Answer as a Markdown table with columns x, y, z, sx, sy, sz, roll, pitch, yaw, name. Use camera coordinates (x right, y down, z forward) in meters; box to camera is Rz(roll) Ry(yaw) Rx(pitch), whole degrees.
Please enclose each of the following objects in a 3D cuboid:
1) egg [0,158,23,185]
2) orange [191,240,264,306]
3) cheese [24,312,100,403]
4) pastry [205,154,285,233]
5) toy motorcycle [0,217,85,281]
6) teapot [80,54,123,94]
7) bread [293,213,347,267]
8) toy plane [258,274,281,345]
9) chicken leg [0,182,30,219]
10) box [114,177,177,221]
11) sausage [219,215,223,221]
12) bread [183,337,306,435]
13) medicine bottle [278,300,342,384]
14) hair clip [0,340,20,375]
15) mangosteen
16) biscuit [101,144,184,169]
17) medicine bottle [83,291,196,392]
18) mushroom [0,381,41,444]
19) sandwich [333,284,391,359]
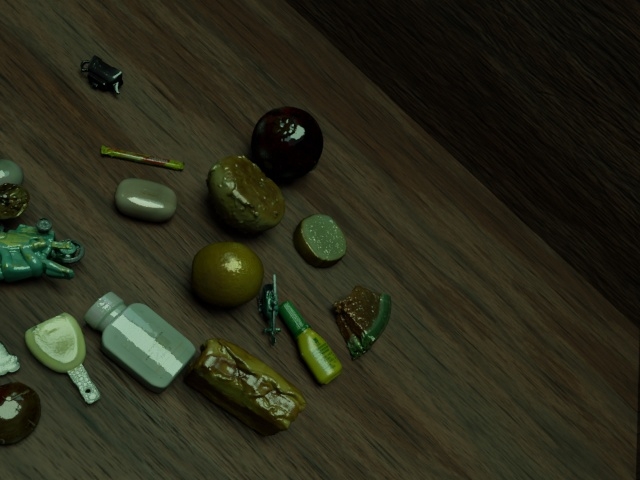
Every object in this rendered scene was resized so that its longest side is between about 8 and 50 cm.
| x | y | z | sx | sy | sz | roll | pitch | yaw | name |
| --- | --- | --- | --- | --- | --- | --- | --- | --- | --- |
| -0.934 | -0.178 | 1.374 | 0.103 | 0.103 | 0.135 | 29 | 49 | -12 | egg |
| -0.297 | 0.108 | 1.506 | 0.236 | 0.236 | 0.236 | 18 | 49 | -22 | orange |
| -0.651 | 0.313 | 1.224 | 0.127 | 0.054 | 0.251 | -30 | 77 | -41 | cheese |
| -0.288 | -0.155 | 1.725 | 0.315 | 0.184 | 0.284 | 41 | 32 | -19 | pastry |
| -0.815 | 0.033 | 1.283 | 0.296 | 0.109 | 0.198 | 12 | 45 | -14 | toy motorcycle |
| -0.841 | -0.625 | 1.808 | 0.177 | 0.087 | 0.096 | 33 | 68 | -9 | teapot |
| 0.000 | 0.000 | 1.900 | 0.236 | 0.070 | 0.236 | 19 | 49 | -23 | bread |
| -0.165 | 0.237 | 1.589 | 0.060 | 0.096 | 0.235 | 5 | 72 | -28 | toy plane |
| -0.936 | -0.093 | 1.289 | 0.251 | 0.087 | 0.107 | -14 | 32 | -14 | chicken leg |
| -0.587 | -0.137 | 1.590 | 0.200 | 0.088 | 0.146 | 12 | 52 | -26 | box |
| -0.364 | -0.108 | 1.773 | 0.015 | 0.015 | 0.100 | 23 | 47 | -18 | sausage |
| -0.212 | 0.412 | 1.351 | 0.344 | 0.195 | 0.149 | 37 | 49 | -8 | bread |
| -0.042 | 0.340 | 1.601 | 0.111 | 0.076 | 0.309 | -20 | 70 | -49 | medicine bottle |
| -0.852 | 0.285 | 1.112 | 0.220 | 0.054 | 0.140 | -17 | 63 | -44 | hair clip |
| -0.138 | -0.393 | 2.000 | 0.306 | 0.359 | 0.306 | 0 | 70 | 1 | mangosteen |
| -0.645 | -0.299 | 1.723 | 0.292 | 0.026 | 0.048 | 8 | 34 | -30 | biscuit |
| -0.507 | 0.276 | 1.312 | 0.296 | 0.111 | 0.161 | 40 | 49 | -4 | medicine bottle |
| -0.733 | 0.385 | 1.092 | 0.170 | 0.080 | 0.135 | 49 | 34 | 4 | mushroom |
| 0.166 | 0.278 | 1.769 | 0.212 | 0.109 | 0.292 | 50 | 45 | 8 | sandwich |
